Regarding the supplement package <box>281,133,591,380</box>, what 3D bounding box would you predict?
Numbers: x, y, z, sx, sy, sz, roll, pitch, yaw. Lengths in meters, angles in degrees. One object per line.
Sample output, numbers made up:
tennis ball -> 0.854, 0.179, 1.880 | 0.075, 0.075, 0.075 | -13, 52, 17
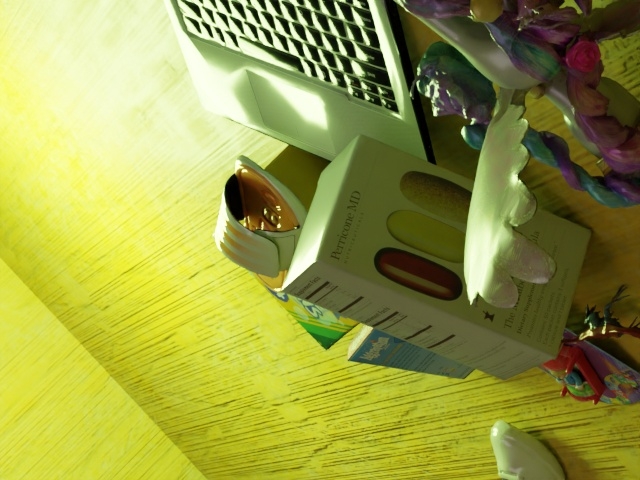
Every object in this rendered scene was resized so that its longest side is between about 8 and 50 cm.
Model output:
supplement package -> 0.108, 0.020, 1.655 | 0.244, 0.139, 0.134 | 21, 161, -10

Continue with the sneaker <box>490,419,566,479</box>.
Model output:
sneaker -> 0.248, 0.313, 2.110 | 0.080, 0.094, 0.212 | 19, 147, 52

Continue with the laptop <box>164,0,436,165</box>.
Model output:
laptop -> -0.128, -0.187, 1.690 | 0.382, 0.236, 0.408 | 26, 145, 43

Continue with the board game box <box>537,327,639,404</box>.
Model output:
board game box -> 0.253, 0.136, 1.812 | 0.169, 0.033, 0.133 | 32, 159, -2

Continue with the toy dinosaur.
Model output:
toy dinosaur -> 0.282, 0.088, 1.683 | 0.047, 0.090, 0.082 | 34, -167, -13

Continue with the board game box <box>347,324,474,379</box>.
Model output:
board game box -> 0.129, 0.098, 1.927 | 0.145, 0.027, 0.281 | 9, 160, -9

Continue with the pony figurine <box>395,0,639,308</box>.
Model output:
pony figurine -> 0.151, -0.148, 1.280 | 0.363, 0.303, 0.351 | 44, -169, -5

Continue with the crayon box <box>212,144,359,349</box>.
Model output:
crayon box -> 0.000, 0.000, 2.017 | 0.203, 0.083, 0.323 | 45, 158, 1

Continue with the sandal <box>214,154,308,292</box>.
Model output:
sandal -> -0.069, 0.008, 1.935 | 0.102, 0.076, 0.265 | 38, 158, 19
